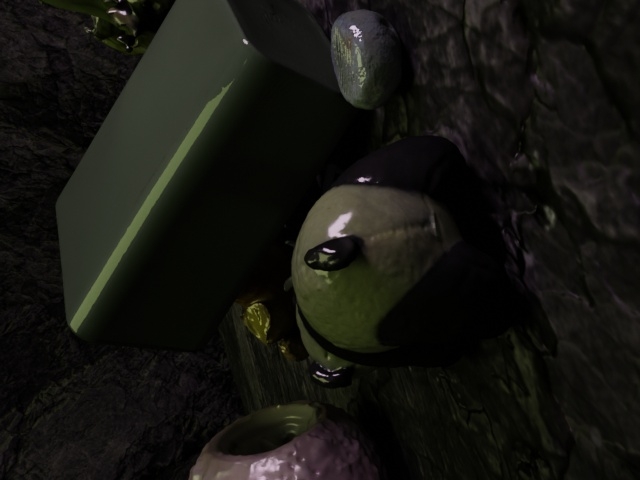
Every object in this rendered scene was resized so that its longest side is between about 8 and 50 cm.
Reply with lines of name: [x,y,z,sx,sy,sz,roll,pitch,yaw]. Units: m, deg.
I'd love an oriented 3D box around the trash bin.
trash bin: [-0.123,-0.080,0.667,0.343,0.158,0.223,-50,44,26]

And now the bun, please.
bun: [0.036,-0.142,0.506,0.083,0.045,0.083,168,90,-78]

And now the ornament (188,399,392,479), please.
ornament: [-0.034,0.330,0.791,0.259,0.259,0.225,-172,63,-74]

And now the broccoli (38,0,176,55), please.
broccoli: [-0.239,-0.364,0.855,0.293,0.280,0.348,-121,22,-50]

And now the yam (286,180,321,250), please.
yam: [-0.016,-0.016,0.789,0.061,0.061,0.253,119,134,-69]

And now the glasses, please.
glasses: [0.000,0.000,0.666,0.104,0.062,0.140,-75,-9,-46]

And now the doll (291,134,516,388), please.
doll: [0.042,0.029,0.481,0.234,0.135,0.144,104,151,-68]

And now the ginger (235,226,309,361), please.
ginger: [-0.071,0.044,0.826,0.216,0.157,0.102,47,141,-11]
